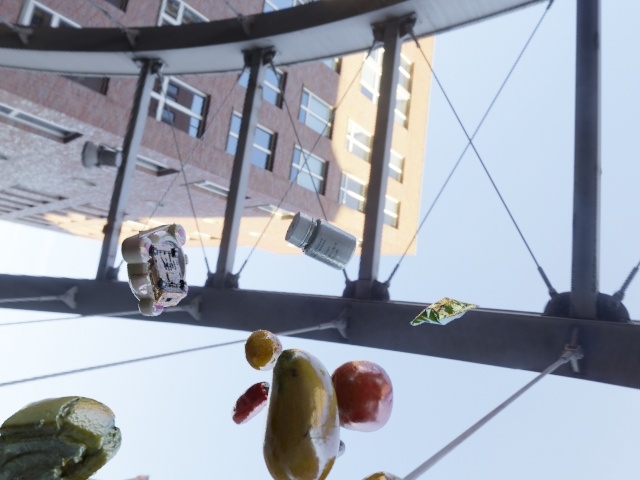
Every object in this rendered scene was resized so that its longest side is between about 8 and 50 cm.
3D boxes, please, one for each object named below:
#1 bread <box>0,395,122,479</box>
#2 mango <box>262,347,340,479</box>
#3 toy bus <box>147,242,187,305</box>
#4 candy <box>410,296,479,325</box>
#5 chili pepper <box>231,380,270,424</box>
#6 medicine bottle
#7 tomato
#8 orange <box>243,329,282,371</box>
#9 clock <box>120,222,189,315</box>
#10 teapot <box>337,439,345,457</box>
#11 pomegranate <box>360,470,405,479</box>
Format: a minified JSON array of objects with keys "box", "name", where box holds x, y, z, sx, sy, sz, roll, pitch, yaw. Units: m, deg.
[{"box":[-0.556,0.431,0.900,0.257,0.124,0.186,-16,-85,7],"name":"bread"},{"box":[-0.046,0.412,0.997,0.173,0.211,0.317,-5,-96,29],"name":"mango"},{"box":[-0.477,0.101,1.294,0.088,0.083,0.194,-49,-129,28],"name":"toy bus"},{"box":[0.399,0.229,1.381,0.069,0.149,0.246,67,-16,1],"name":"candy"},{"box":[-0.244,0.566,1.479,0.092,0.137,0.368,52,-52,10],"name":"chili pepper"},{"box":[0.000,0.000,0.847,0.080,0.130,0.080,-56,-164,26],"name":"medicine bottle"},{"box":[0.131,0.488,1.330,0.188,0.232,0.232,8,-97,53],"name":"tomato"},{"box":[-0.217,0.424,1.635,0.136,0.159,0.159,-22,-117,27],"name":"orange"},{"box":[-0.612,0.106,1.611,0.114,0.284,0.309,-2,-75,16],"name":"clock"},{"box":[0.028,0.719,1.431,0.129,0.098,0.078,-44,-153,27],"name":"teapot"},{"box":[0.166,0.708,1.045,0.248,0.248,0.248,-13,-111,38],"name":"pomegranate"}]
